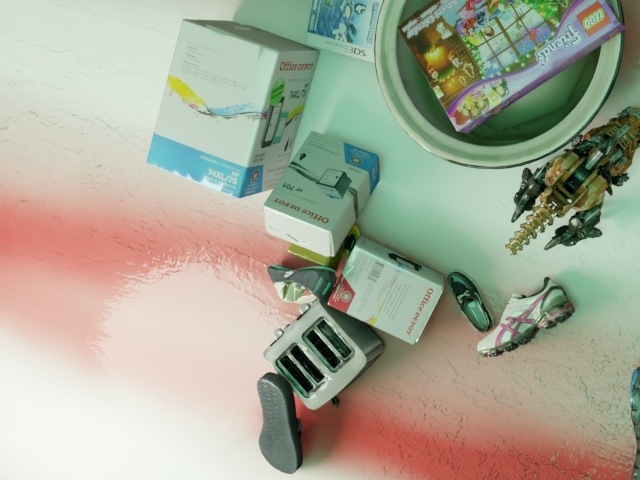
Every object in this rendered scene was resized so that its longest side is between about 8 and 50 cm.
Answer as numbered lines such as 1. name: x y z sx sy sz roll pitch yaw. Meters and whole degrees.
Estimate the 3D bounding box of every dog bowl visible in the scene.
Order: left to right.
1. dog bowl: 0.303 -0.316 1.840 0.408 0.150 0.407 1 92 26

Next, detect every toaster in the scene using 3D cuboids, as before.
1. toaster: 0.009 0.207 2.089 0.168 0.110 0.185 -44 82 22

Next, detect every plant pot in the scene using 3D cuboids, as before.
1. plant pot: 0.000 0.000 2.040 0.082 0.081 0.083 20 87 16

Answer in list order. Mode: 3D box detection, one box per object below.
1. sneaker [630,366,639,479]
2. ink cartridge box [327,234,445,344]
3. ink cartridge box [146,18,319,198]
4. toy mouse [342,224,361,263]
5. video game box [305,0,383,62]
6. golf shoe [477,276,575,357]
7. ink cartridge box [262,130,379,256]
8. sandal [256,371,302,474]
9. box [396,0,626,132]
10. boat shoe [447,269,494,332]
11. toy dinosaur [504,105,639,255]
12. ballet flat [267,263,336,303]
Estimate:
1. sneaker: 0.590 0.383 1.889 0.140 0.125 0.340 1 102 16
2. ink cartridge box: 0.120 0.089 2.029 0.175 0.072 0.127 26 108 1
3. ink cartridge box: -0.155 -0.242 2.028 0.197 0.198 0.270 21 107 17
4. toy mouse: 0.012 -0.022 2.091 0.143 0.031 0.161 16 104 18
5. video game box: 0.072 -0.420 1.965 0.187 0.048 0.205 20 107 32
6. golf shoe: 0.349 0.138 1.975 0.186 0.067 0.086 -34 72 15
7. ink cartridge box: 0.003 -0.084 2.000 0.140 0.190 0.082 21 148 16
8. sandal: -0.066 0.348 2.134 0.097 0.054 0.254 26 135 28
9. box: 0.288 -0.327 1.732 0.293 0.057 0.201 -34 78 23
10. boat shoe: 0.265 0.110 2.012 0.046 0.038 0.125 -31 88 23
11. toy dinosaur: 0.402 -0.096 1.819 0.322 0.218 0.164 -21 72 -18
12. ballet flat: -0.044 0.080 2.061 0.203 0.074 0.074 1 102 57
